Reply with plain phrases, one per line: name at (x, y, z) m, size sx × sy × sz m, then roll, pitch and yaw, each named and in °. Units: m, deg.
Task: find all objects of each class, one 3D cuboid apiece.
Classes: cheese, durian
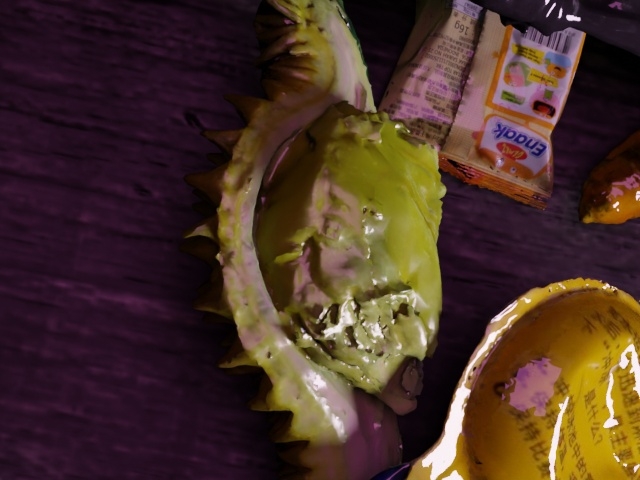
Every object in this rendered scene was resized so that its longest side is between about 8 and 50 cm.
cheese at (0.090, 0.110, 0.803) m, size 0.250 × 0.064 × 0.156 m, roll -36°, pitch 121°, yaw -26°
durian at (-0.004, 0.001, 0.800) m, size 0.132 × 0.106 × 0.375 m, roll -3°, pitch 87°, yaw -6°

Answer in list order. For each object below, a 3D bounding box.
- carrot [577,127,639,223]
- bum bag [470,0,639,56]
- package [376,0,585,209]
carrot at (0.269, -0.090, 0.900) m, size 0.314 × 0.066 × 0.066 m, roll -28°, pitch 87°, yaw -14°
bum bag at (0.102, -0.157, 0.839) m, size 0.310 × 0.074 × 0.137 m, roll 14°, pitch 47°, yaw -28°
package at (0.088, -0.088, 0.880) m, size 0.108 × 0.031 × 0.120 m, roll 19°, pitch 79°, yaw -8°
